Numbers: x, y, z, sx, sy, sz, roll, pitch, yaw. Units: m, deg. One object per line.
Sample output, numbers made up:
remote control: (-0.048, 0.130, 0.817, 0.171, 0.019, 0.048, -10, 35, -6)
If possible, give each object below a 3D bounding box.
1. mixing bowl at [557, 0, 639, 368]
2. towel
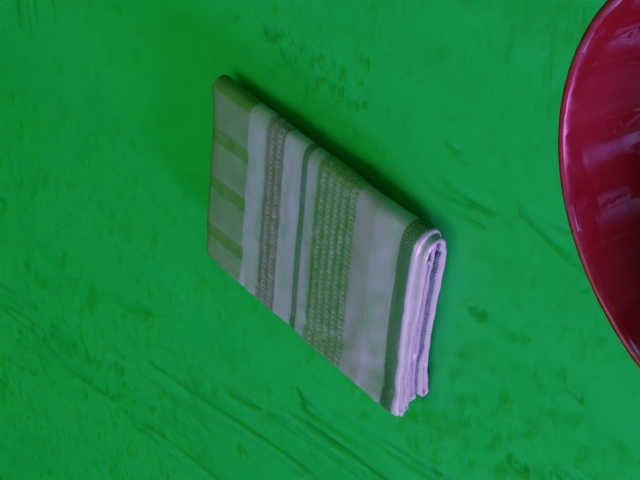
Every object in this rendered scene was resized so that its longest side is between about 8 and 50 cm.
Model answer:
mixing bowl: (0.171, -0.019, 0.588, 0.181, 0.098, 0.181, 33, 138, 36)
towel: (0.000, 0.000, 0.914, 0.152, 0.023, 0.113, 40, 139, 34)
